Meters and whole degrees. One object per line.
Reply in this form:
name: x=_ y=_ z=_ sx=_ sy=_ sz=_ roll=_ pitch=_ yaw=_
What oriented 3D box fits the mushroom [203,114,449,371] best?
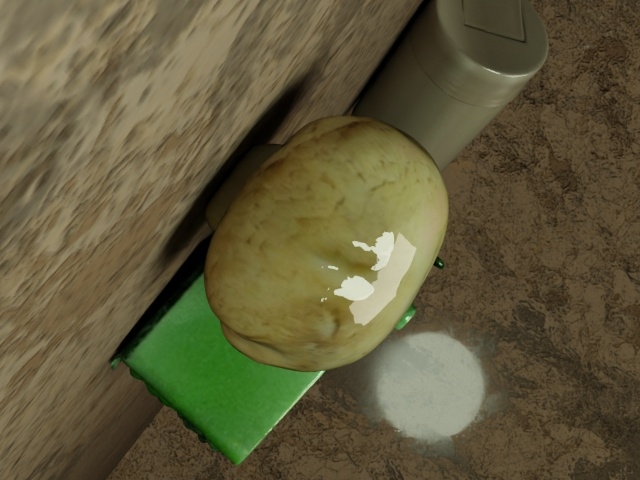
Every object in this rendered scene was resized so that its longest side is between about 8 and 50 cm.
mushroom: x=0.000 y=0.000 z=0.529 sx=0.148 sy=0.112 sz=0.148 roll=-53 pitch=178 yaw=-3

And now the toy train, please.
toy train: x=-0.026 y=0.044 z=0.723 sx=0.188 sy=0.132 sz=0.243 roll=-47 pitch=178 yaw=2

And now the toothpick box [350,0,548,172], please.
toothpick box: x=0.110 y=-0.140 z=0.947 sx=0.111 sy=0.111 sz=0.180 roll=-52 pitch=-179 yaw=-37
